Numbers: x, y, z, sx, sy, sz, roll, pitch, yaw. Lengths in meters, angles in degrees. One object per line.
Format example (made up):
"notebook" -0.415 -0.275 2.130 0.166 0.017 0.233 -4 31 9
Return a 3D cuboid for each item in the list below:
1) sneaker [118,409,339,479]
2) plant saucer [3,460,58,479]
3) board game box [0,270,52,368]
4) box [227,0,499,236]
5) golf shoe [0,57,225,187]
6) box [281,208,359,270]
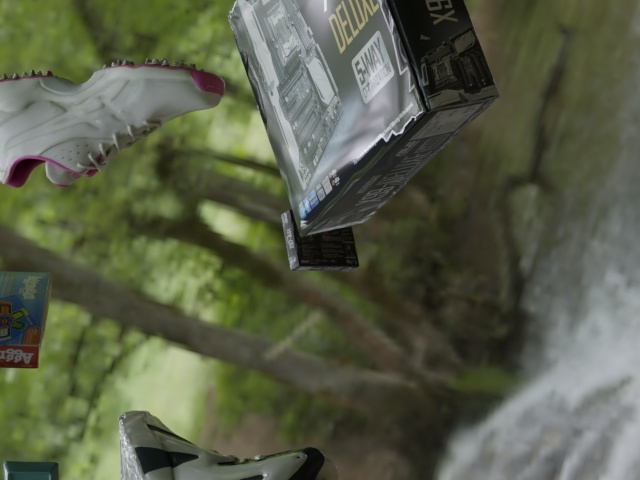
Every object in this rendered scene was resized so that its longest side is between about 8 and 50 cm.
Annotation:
"sneaker" -0.061 0.194 1.293 0.235 0.153 0.094 -141 46 -62
"plant saucer" -0.358 0.359 2.107 0.018 0.067 0.192 -97 10 -65
"board game box" -0.351 0.076 1.730 0.281 0.145 0.027 -115 27 -76
"box" 0.028 -0.170 1.526 0.307 0.076 0.242 -43 63 62
"golf shoe" -0.252 -0.133 1.975 0.115 0.306 0.140 17 -111 -69
"box" 0.000 0.000 1.889 0.018 0.083 0.067 -30 66 50
